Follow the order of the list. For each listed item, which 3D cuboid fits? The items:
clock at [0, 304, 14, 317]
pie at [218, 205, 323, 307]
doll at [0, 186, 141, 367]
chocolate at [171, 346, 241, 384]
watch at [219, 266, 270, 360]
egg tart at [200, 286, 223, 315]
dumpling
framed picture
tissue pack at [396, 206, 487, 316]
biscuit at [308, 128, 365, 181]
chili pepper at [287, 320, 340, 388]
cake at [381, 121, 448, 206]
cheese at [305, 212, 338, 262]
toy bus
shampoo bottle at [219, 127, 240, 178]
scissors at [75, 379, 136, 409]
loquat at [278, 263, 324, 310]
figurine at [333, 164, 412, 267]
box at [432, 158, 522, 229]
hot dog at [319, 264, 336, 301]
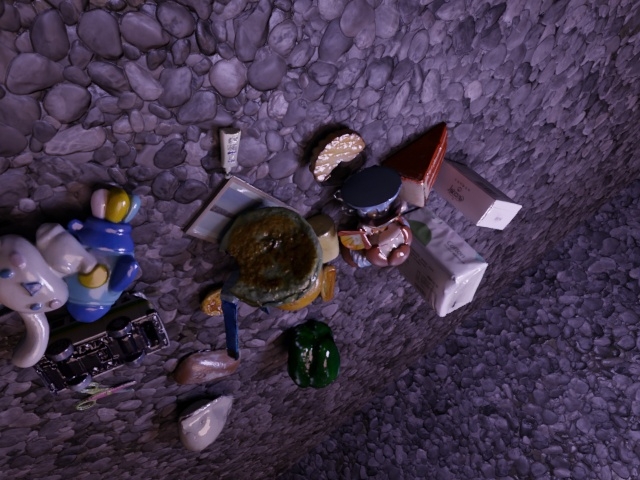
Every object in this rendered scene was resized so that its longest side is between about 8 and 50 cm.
[{"bbox_3d":[-0.763,0.097,0.957,0.215,0.042,0.214,-22,142,-18],"label":"clock"},{"bbox_3d":[-0.139,0.045,1.211,0.302,0.302,0.067,-38,173,3],"label":"pie"},{"bbox_3d":[-0.545,0.059,0.946,0.366,0.187,0.376,-24,144,-32],"label":"doll"},{"bbox_3d":[-0.421,0.494,1.661,0.261,0.083,0.161,3,130,-43],"label":"chocolate"},{"bbox_3d":[-0.237,0.206,1.438,0.276,0.068,0.274,-58,151,-58],"label":"watch"},{"bbox_3d":[-0.334,0.194,1.419,0.130,0.052,0.130,-23,141,-20],"label":"egg tart"},{"bbox_3d":[-0.481,0.775,1.858,0.260,0.181,0.340,-25,122,-32],"label":"dumpling"},{"bbox_3d":[-0.219,-0.058,1.260,0.213,0.016,0.289,-46,143,13],"label":"framed picture"},{"bbox_3d":[0.443,0.079,1.679,0.194,0.356,0.266,-23,143,-19],"label":"tissue pack"},{"bbox_3d":[0.039,-0.257,1.217,0.183,0.061,0.118,-34,143,-8],"label":"biscuit"},{"bbox_3d":[-0.035,0.486,1.855,0.234,0.248,0.256,-12,129,-13],"label":"chili pepper"},{"bbox_3d":[0.318,-0.262,1.455,0.262,0.160,0.158,-63,152,-24],"label":"cake"},{"bbox_3d":[0.000,0.000,1.444,0.123,0.094,0.167,-29,144,-15],"label":"cheese"},{"bbox_3d":[-0.587,0.260,1.171,0.306,0.179,0.143,-21,126,-20],"label":"toy bus"},{"bbox_3d":[-0.227,-0.212,1.066,0.049,0.034,0.141,-20,142,-34],"label":"shampoo bottle"},{"bbox_3d":[-0.730,0.516,1.479,0.187,0.020,0.133,0,127,-38],"label":"scissors"},{"bbox_3d":[-0.100,0.105,1.348,0.235,0.235,0.235,-23,142,-19],"label":"loquat"},{"bbox_3d":[0.182,-0.055,1.446,0.277,0.248,0.388,-30,135,-4],"label":"figurine"},{"bbox_3d":[0.546,-0.168,1.558,0.203,0.274,0.116,2,128,-43],"label":"box"},{"bbox_3d":[0.023,0.163,1.691,0.066,0.047,0.215,-11,140,-10],"label":"hot dog"}]
